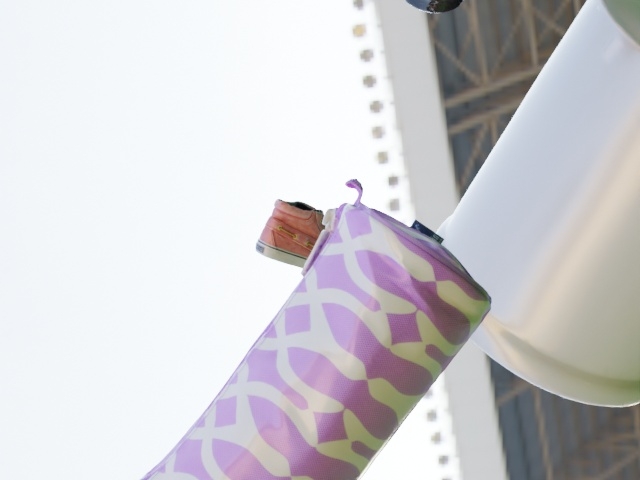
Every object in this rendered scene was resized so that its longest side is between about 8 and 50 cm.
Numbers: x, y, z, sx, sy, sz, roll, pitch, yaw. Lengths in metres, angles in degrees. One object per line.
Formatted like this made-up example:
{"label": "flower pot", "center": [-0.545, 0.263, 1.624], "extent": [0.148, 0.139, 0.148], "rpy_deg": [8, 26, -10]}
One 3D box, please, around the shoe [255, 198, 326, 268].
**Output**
{"label": "shoe", "center": [0.000, 0.000, 1.841], "extent": [0.178, 0.063, 0.081], "rpy_deg": [17, -80, -32]}

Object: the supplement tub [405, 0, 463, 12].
{"label": "supplement tub", "center": [0.121, -0.308, 1.261], "extent": [0.198, 0.106, 0.106], "rpy_deg": [99, -168, -53]}

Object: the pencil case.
{"label": "pencil case", "center": [-0.011, 0.074, 0.604], "extent": [0.206, 0.088, 0.086], "rpy_deg": [-53, 5, -2]}

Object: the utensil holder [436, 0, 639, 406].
{"label": "utensil holder", "center": [0.349, -0.060, 1.538], "extent": [0.327, 0.327, 0.385], "rpy_deg": [-32, -26, -55]}
